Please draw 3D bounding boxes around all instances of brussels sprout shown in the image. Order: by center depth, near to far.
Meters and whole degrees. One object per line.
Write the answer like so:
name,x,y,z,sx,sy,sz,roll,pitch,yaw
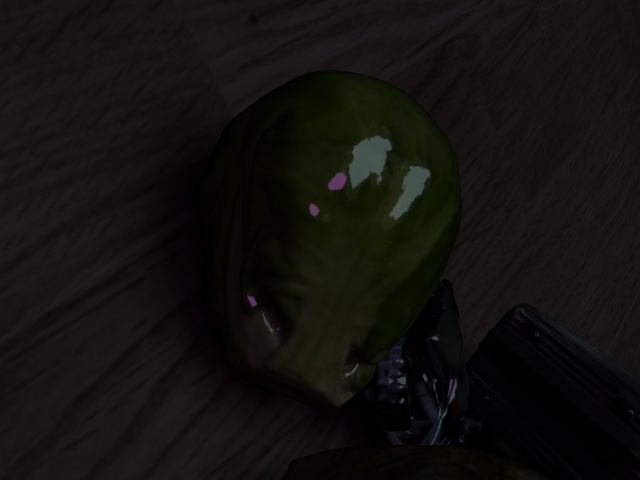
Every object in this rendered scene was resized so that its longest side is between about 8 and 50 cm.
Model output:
brussels sprout,0.000,0.000,0.870,0.210,0.219,0.271,18,87,-33

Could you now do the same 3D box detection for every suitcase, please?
suitcase,0.281,0.195,1.002,0.202,0.128,0.312,35,5,-31

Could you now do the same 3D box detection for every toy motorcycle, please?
toy motorcycle,0.093,0.119,1.015,0.270,0.106,0.159,-65,142,-64

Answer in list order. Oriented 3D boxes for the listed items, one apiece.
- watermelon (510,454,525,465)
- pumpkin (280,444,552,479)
watermelon,0.295,0.330,1.109,0.318,0.226,0.148,-5,110,-47
pumpkin,0.094,0.302,0.813,0.303,0.256,0.225,51,34,-49
